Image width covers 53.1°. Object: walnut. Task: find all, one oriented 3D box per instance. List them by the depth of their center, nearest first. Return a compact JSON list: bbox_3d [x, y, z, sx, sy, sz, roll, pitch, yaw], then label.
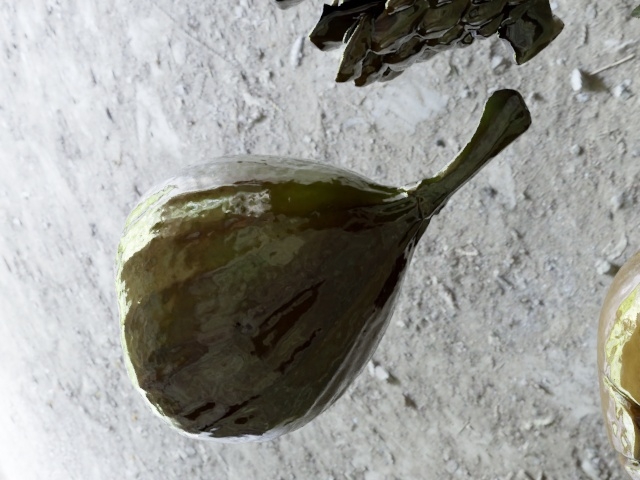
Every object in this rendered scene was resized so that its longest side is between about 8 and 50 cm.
[{"bbox_3d":[0.347,0.133,0.557,0.203,0.203,0.297,-1,104,46],"label":"walnut"}]

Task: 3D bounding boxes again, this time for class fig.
[{"bbox_3d":[0.000,0.000,0.446,0.321,0.217,0.217,-36,86,29],"label":"fig"}]

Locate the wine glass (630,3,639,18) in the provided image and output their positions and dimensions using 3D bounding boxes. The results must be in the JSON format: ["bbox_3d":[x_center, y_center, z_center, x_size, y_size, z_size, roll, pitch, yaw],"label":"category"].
[{"bbox_3d":[0.690,-0.386,1.270,0.066,0.066,0.198,-42,58,50],"label":"wine glass"}]

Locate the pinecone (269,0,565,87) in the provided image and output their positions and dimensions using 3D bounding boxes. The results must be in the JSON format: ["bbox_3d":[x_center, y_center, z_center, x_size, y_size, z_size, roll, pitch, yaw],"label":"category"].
[{"bbox_3d":[0.047,-0.217,0.349,0.224,0.224,0.272,-33,88,50],"label":"pinecone"}]
